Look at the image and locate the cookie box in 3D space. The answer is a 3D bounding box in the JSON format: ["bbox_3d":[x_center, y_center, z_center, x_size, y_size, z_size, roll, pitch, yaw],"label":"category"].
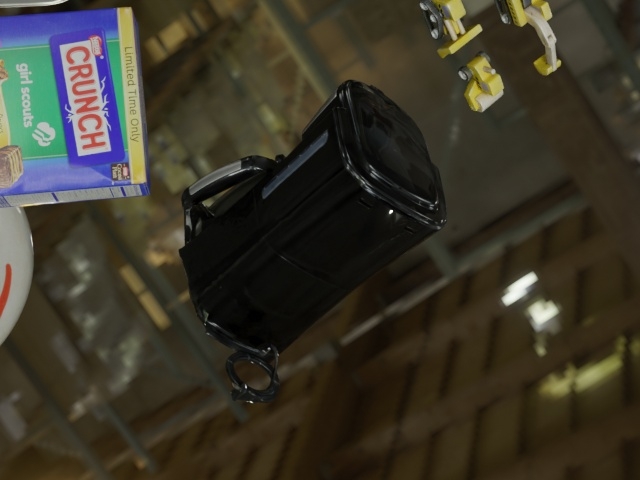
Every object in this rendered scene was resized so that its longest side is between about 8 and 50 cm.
[{"bbox_3d":[-0.142,-0.065,0.901,0.107,0.091,0.040,-5,174,-3],"label":"cookie box"}]

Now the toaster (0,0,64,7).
[{"bbox_3d":[-0.114,-0.189,0.603,0.110,0.185,0.168,4,-143,5],"label":"toaster"}]

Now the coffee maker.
[{"bbox_3d":[0.000,0.000,1.280,0.178,0.171,0.120,-39,152,31],"label":"coffee maker"}]

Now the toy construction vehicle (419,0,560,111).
[{"bbox_3d":[0.122,-0.142,1.245,0.086,0.098,0.035,-36,-149,-23],"label":"toy construction vehicle"}]

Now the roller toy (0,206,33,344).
[{"bbox_3d":[-0.301,0.006,1.244,0.209,0.191,0.146,-50,-140,-2],"label":"roller toy"}]
